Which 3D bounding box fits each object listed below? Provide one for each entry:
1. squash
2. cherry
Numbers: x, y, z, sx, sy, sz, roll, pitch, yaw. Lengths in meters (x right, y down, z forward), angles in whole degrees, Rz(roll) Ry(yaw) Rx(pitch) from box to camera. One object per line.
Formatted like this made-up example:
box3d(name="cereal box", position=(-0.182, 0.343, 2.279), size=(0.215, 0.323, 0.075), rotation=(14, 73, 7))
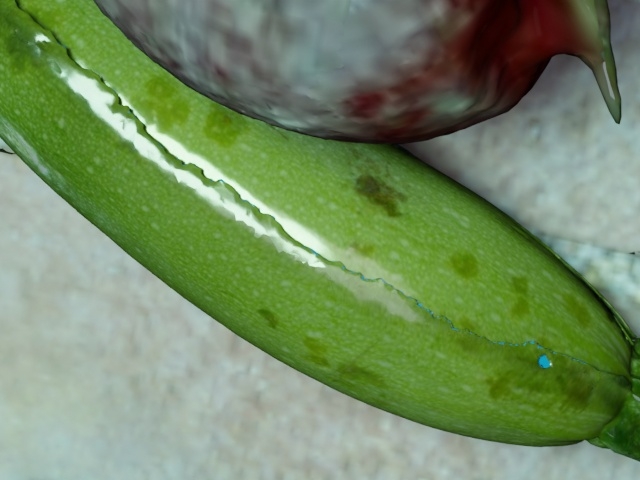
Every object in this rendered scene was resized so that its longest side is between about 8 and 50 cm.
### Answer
box3d(name="squash", position=(0.000, 0.000, 0.713), size=(0.341, 0.094, 0.094), rotation=(34, 97, 0))
box3d(name="cherry", position=(0.006, -0.161, 0.641), size=(0.300, 0.203, 0.230), rotation=(42, 106, 10))
